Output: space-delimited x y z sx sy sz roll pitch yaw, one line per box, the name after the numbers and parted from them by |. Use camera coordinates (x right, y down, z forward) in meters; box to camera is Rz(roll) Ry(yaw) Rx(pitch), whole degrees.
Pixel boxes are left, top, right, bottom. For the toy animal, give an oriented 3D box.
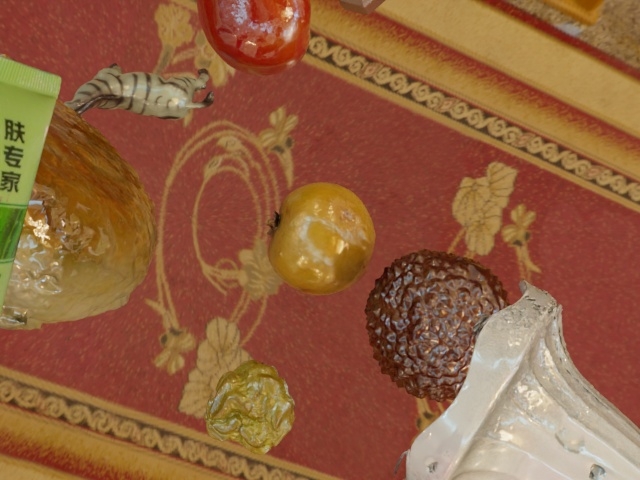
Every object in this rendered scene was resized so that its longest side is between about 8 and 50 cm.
-0.249 -0.190 0.976 0.216 0.176 0.074 -1 116 -13 | toy animal

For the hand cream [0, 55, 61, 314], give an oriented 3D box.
-0.154 0.010 0.288 0.045 0.095 0.175 19 94 21 | hand cream

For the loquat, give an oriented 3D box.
0.000 0.000 1.340 0.207 0.208 0.208 0 92 -10 | loquat

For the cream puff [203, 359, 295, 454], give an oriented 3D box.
-0.121 0.276 1.200 0.156 0.121 0.156 -2 52 3 | cream puff

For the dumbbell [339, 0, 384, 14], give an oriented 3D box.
0.046 -0.424 1.116 0.081 0.231 0.092 -11 83 14 | dumbbell

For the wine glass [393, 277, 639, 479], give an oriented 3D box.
0.165 0.136 0.442 0.196 0.165 0.165 29 86 22 | wine glass

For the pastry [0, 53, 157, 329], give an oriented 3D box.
-0.274 -0.063 0.616 0.329 0.330 0.136 38 101 -9 | pastry

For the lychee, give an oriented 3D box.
0.201 0.135 1.260 0.264 0.264 0.300 26 46 -10 | lychee

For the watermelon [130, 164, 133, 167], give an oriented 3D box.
-0.385 -0.050 1.210 0.121 0.158 0.098 -6 70 -49 | watermelon

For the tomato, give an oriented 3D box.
-0.139 -0.482 1.509 0.226 0.298 0.299 -7 93 -12 | tomato
